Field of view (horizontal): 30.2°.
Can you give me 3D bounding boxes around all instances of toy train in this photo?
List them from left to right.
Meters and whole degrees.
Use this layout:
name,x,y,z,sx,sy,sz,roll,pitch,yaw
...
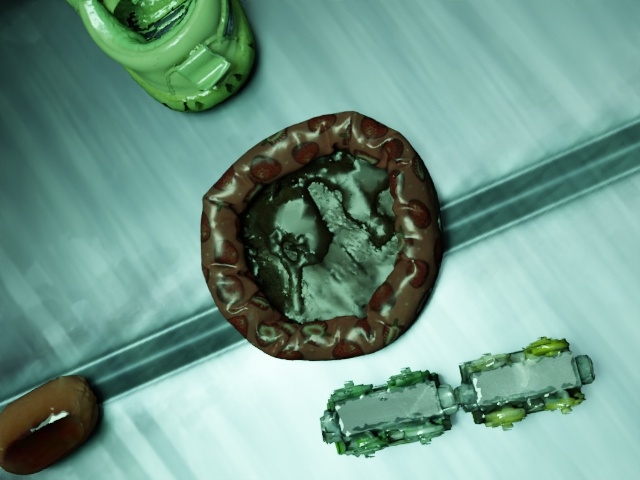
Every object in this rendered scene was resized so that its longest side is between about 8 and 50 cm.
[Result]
name,x,y,z,sx,sy,sz,roll,pitch,yaw
toy train,0.099,0.116,0.872,0.202,0.081,0.060,-13,82,2

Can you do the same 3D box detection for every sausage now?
name,x,y,z,sx,sy,sz,roll,pitch,yaw
sausage,-0.218,0.145,0.937,0.094,0.059,0.054,-33,35,5

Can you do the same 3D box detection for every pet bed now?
name,x,y,z,sx,sy,sz,roll,pitch,yaw
pet bed,0.000,0.000,0.916,0.201,0.053,0.201,-1,86,15

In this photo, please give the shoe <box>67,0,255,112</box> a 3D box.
name,x,y,z,sx,sy,sz,roll,pitch,yaw
shoe,-0.143,-0.225,0.944,0.140,0.128,0.262,-33,81,-9
